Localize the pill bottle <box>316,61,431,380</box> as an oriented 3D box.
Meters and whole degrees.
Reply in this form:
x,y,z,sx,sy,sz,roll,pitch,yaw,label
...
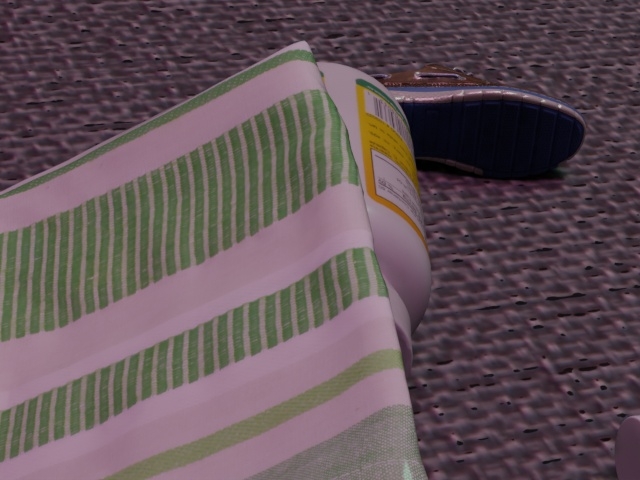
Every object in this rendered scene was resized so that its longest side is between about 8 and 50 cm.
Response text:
x,y,z,sx,sy,sz,roll,pitch,yaw,label
0.000,0.000,0.815,0.117,0.118,0.208,5,36,-7,pill bottle

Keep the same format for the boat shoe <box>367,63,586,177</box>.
x,y,z,sx,sy,sz,roll,pitch,yaw,label
0.088,-0.090,1.003,0.183,0.066,0.066,5,35,-7,boat shoe

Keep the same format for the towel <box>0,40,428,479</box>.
x,y,z,sx,sy,sz,roll,pitch,yaw,label
-0.087,0.045,0.696,0.247,0.038,0.325,-25,37,12,towel

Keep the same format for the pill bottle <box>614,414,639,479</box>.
x,y,z,sx,sy,sz,roll,pitch,yaw,label
0.214,0.111,0.759,0.116,0.065,0.065,-2,37,-15,pill bottle
